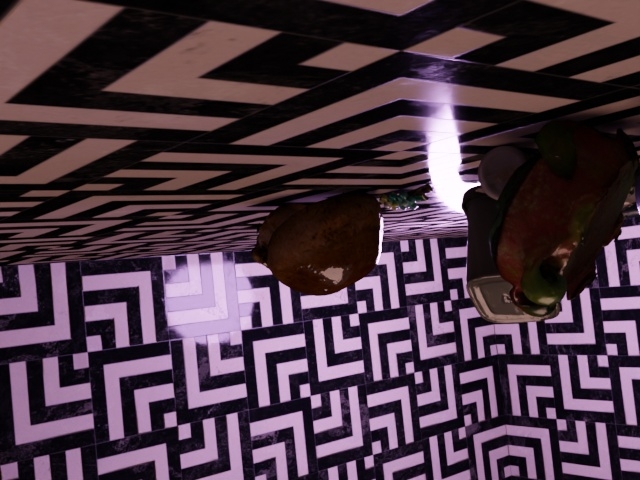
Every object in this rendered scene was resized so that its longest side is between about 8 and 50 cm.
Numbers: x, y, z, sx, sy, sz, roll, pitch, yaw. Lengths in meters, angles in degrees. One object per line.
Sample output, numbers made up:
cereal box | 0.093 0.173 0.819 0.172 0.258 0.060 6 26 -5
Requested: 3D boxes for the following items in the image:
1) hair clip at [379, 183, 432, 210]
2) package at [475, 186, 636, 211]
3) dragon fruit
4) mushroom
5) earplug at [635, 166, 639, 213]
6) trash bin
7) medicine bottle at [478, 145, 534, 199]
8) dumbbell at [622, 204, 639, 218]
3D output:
hair clip | 0.161 -0.084 1.519 0.049 0.049 0.173 -4 178 -25
package | 0.416 -0.079 1.311 0.203 0.062 0.251 15 167 -16
dragon fruit | 0.318 -0.031 0.998 0.130 0.268 0.295 30 -134 24
mushroom | -0.003 0.012 1.529 0.283 0.195 0.263 -8 -178 36
earplug | 0.517 -0.070 0.997 0.215 0.215 0.456 -7 180 16
trash bin | 0.399 0.021 1.554 0.219 0.250 0.219 -8 139 28
medicine bottle | 0.290 -0.095 1.134 0.079 0.079 0.140 -7 177 27
dumbbell | 0.630 -0.071 1.651 0.324 0.144 0.160 -10 174 43
